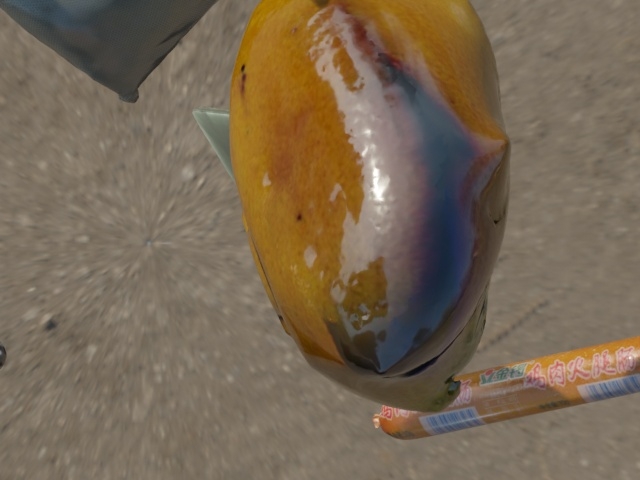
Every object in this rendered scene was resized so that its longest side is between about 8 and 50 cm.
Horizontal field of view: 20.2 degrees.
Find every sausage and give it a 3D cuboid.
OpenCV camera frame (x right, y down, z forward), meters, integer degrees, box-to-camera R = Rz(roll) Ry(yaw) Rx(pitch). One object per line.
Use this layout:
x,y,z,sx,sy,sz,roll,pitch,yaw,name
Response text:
0.195,0.141,1.714,0.348,0.053,0.053,-16,92,32,sausage

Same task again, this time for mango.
0.033,-0.042,1.091,0.153,0.201,0.287,15,53,-43,mango

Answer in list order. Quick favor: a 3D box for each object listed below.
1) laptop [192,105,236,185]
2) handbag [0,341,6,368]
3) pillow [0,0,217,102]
0.000,0.000,1.528,0.015,0.188,0.269,-40,114,-20,laptop
-0.332,0.073,0.690,0.359,0.237,0.160,-11,59,31,handbag
-0.098,-0.211,1.216,0.255,0.059,0.169,-46,129,7,pillow
